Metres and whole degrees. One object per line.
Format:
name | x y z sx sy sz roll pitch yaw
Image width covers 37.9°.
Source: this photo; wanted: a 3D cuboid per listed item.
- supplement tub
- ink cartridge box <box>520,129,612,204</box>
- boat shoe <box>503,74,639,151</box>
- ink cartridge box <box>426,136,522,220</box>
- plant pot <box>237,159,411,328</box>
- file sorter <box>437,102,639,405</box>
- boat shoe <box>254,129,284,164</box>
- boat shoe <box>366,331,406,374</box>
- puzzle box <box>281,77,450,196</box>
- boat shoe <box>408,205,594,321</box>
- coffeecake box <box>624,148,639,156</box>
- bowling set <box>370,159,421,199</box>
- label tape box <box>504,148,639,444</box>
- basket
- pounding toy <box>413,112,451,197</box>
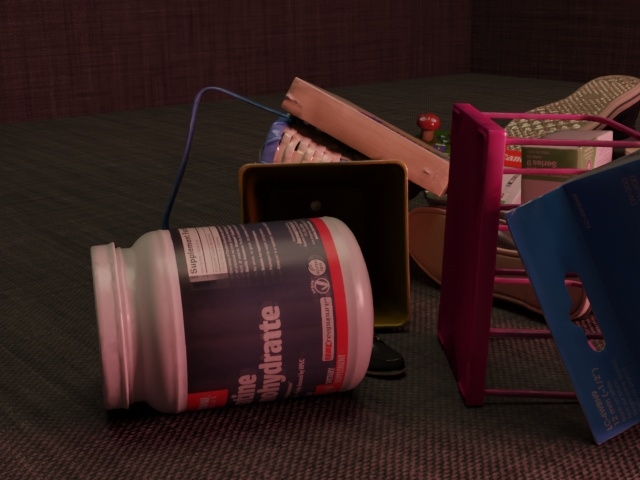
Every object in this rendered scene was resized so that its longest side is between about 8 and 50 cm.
supplement tub | -0.096 0.078 0.979 0.272 0.191 0.191 -5 16 -13
ink cartridge box | 0.355 -0.044 1.348 0.093 0.213 0.154 5 17 32
boat shoe | 0.588 -0.243 2.161 0.500 0.156 0.186 -29 35 -36
ink cartridge box | 0.329 -0.128 1.728 0.181 0.056 0.225 13 58 42
plant pot | 0.000 0.000 1.254 0.212 0.212 0.187 -2 5 -4
file sorter | 0.242 0.009 1.032 0.182 0.291 0.202 1 16 -2
boat shoe | -0.088 -0.152 1.992 0.118 0.103 0.320 16 19 -11
boat shoe | 0.047 0.123 1.087 0.048 0.042 0.133 -11 20 -39
puzzle box | 0.105 -0.163 1.521 0.272 0.052 0.409 31 10 9
boat shoe | 0.257 0.031 1.296 0.095 0.112 0.335 -3 18 -41
coffeecake box | 0.479 -0.029 1.331 0.068 0.186 0.142 0 16 2
bowling set | 0.087 -0.059 1.608 0.199 0.154 0.287 12 7 -28
label tape box | 0.382 0.016 0.870 0.347 0.249 0.115 -23 3 -12
basket | -0.086 -0.078 1.440 0.288 0.255 0.201 18 14 1
pounding toy | 0.267 -0.195 1.963 0.182 0.110 0.237 -4 33 -15
